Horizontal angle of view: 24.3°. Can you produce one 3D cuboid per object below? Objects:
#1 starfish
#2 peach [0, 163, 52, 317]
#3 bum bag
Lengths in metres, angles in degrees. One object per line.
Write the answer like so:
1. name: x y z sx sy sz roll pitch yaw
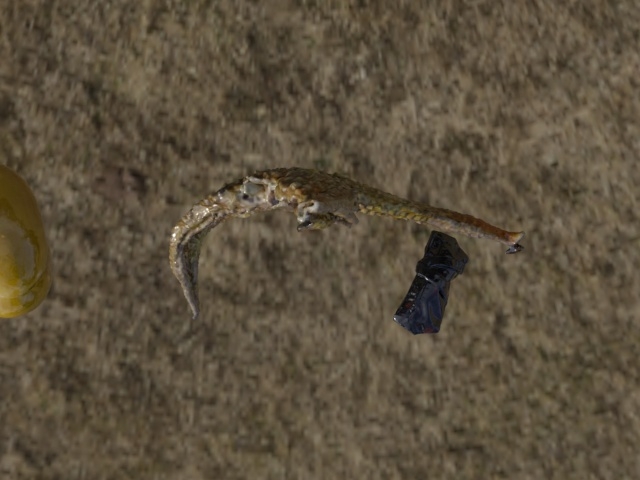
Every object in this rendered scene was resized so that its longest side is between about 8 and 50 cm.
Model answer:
1. starfish: -0.003 -0.011 1.597 0.384 0.132 0.398 7 164 -42
2. peach: -0.358 0.001 1.674 0.103 0.179 0.179 -15 129 -8
3. bum bag: 0.128 0.051 1.698 0.058 0.124 0.034 25 168 -7
